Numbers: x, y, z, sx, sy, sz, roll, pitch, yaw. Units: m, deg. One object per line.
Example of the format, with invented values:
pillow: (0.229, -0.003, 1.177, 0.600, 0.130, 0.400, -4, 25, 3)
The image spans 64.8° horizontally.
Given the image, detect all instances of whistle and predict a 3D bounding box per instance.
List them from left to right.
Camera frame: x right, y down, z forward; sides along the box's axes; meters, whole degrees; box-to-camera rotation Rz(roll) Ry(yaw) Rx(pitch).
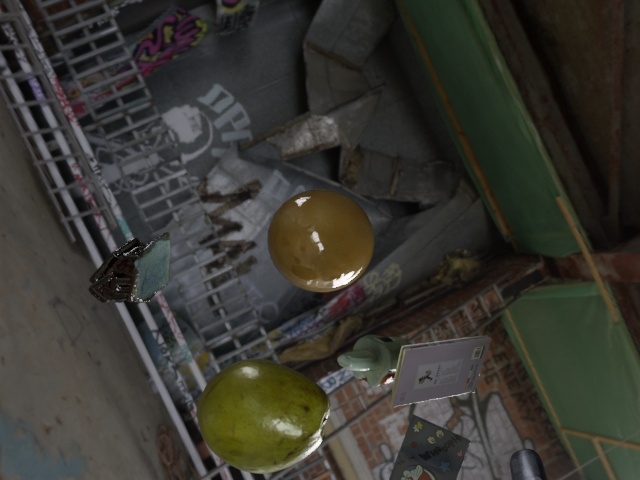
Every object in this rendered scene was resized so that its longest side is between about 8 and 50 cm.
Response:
whistle: (0.126, 0.246, 1.042, 0.253, 0.102, 0.105, 13, 66, -50)

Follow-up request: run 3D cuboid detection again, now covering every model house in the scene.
model house: (-0.391, 0.062, 1.001, 0.165, 0.152, 0.106, -55, 139, -66)

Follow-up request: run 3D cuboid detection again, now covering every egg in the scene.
egg: (0.000, 0.000, 1.214, 0.250, 0.250, 0.322, 62, 12, 11)

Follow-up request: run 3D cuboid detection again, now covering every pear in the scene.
pear: (-0.131, 0.402, 1.174, 0.253, 0.307, 0.252, 3, 90, -78)

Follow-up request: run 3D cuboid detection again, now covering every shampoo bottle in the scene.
shampoo bottle: (0.537, 0.626, 1.283, 0.049, 0.087, 0.233, 61, 18, -7)

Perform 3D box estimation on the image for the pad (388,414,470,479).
pad: (0.290, 0.628, 1.394, 0.170, 0.245, 0.006, 21, 3, 19)

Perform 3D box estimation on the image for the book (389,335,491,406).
book: (0.211, 0.230, 0.891, 0.014, 0.182, 0.127, -131, -136, -57)
